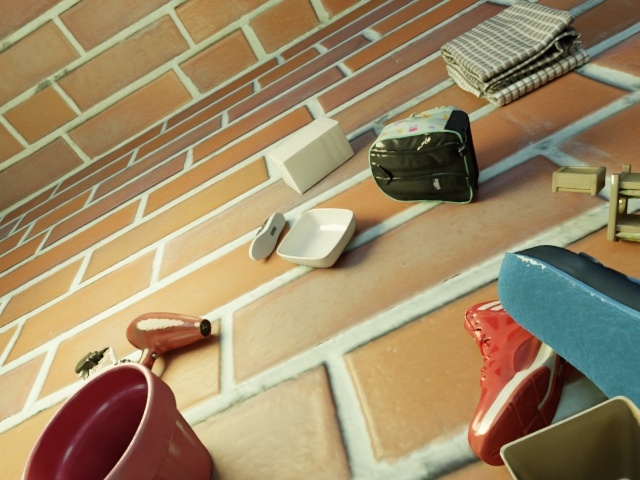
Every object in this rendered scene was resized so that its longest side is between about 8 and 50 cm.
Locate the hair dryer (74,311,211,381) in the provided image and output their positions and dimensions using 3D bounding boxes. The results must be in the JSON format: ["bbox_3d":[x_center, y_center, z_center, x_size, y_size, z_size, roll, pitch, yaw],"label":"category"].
[{"bbox_3d":[-0.334,0.242,0.850,0.293,0.080,0.223,-40,51,-2],"label":"hair dryer"}]

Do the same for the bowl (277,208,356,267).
[{"bbox_3d":[0.000,0.000,0.882,0.142,0.053,0.142,3,48,41],"label":"bowl"}]

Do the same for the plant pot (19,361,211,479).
[{"bbox_3d":[-0.254,0.301,0.596,0.201,0.180,0.201,-20,37,16],"label":"plant pot"}]

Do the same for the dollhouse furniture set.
[{"bbox_3d":[0.450,-0.062,0.610,0.161,0.101,0.181,-26,25,-37],"label":"dollhouse furniture set"}]

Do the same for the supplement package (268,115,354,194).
[{"bbox_3d":[-0.024,-0.223,1.128,0.179,0.105,0.105,-37,35,-9],"label":"supplement package"}]

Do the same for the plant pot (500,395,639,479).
[{"bbox_3d":[0.223,0.208,0.331,0.109,0.096,0.109,-28,32,8],"label":"plant pot"}]

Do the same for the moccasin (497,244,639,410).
[{"bbox_3d":[0.314,0.093,0.379,0.116,0.138,0.342,-11,39,-21],"label":"moccasin"}]

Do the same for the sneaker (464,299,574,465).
[{"bbox_3d":[0.213,0.153,0.523,0.221,0.087,0.128,-36,24,-27],"label":"sneaker"}]

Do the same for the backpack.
[{"bbox_3d":[0.194,-0.159,0.828,0.188,0.166,0.144,-5,41,28],"label":"backpack"}]

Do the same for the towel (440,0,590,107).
[{"bbox_3d":[0.442,-0.453,1.039,0.235,0.121,0.284,-26,35,10],"label":"towel"}]

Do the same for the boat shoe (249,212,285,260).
[{"bbox_3d":[-0.125,-0.006,0.997,0.040,0.049,0.142,-23,29,46],"label":"boat shoe"}]
